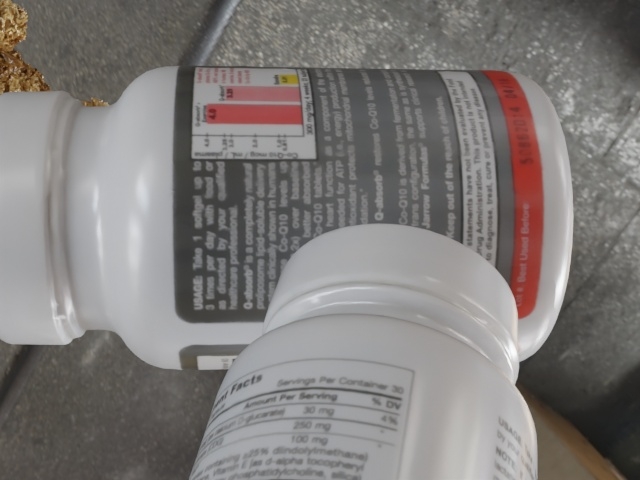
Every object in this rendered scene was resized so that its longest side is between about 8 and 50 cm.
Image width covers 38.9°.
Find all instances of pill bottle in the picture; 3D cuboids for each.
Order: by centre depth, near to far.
[{"bbox_3d":[0.015,0.136,0.409,0.160,0.283,0.160,9,137,8],"label":"pill bottle"},{"bbox_3d":[-0.032,-0.016,0.632,0.363,0.210,0.210,0,119,-6],"label":"pill bottle"}]

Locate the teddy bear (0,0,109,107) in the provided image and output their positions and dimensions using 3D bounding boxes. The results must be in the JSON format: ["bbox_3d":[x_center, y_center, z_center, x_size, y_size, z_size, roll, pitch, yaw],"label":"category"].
[{"bbox_3d":[-0.383,-0.162,1.059,0.245,0.113,0.338,-24,113,45],"label":"teddy bear"}]
